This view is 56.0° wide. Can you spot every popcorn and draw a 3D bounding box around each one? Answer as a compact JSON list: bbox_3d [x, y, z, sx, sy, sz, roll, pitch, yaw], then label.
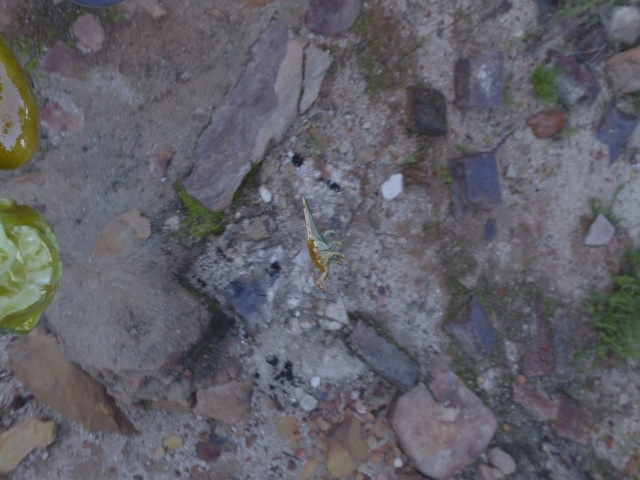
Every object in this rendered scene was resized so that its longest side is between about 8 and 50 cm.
[{"bbox_3d":[-0.548,0.030,0.915,0.276,0.276,0.225,-32,61,-19],"label":"popcorn"}]

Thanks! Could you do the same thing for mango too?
[{"bbox_3d":[-0.497,-0.218,0.915,0.099,0.136,0.228,-33,120,-59],"label":"mango"}]

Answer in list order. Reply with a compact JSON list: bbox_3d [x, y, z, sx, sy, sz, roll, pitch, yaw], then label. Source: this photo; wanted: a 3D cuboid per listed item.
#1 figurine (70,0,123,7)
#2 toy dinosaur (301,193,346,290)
[{"bbox_3d":[-0.354,-0.465,0.851,0.265,0.175,0.197,44,81,-20],"label":"figurine"},{"bbox_3d":[0.004,0.000,0.683,0.041,0.026,0.113,-9,94,-14],"label":"toy dinosaur"}]
